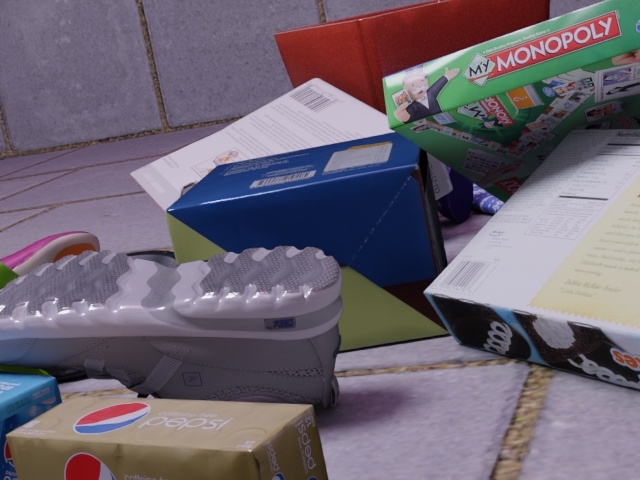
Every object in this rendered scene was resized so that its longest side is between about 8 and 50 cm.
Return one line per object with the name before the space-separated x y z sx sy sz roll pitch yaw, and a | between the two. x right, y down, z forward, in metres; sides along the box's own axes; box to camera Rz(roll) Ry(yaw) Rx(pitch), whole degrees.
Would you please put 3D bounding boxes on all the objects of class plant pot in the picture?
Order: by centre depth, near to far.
plant pot | 0.129 -0.180 1.404 0.267 0.236 0.267 -16 12 -21

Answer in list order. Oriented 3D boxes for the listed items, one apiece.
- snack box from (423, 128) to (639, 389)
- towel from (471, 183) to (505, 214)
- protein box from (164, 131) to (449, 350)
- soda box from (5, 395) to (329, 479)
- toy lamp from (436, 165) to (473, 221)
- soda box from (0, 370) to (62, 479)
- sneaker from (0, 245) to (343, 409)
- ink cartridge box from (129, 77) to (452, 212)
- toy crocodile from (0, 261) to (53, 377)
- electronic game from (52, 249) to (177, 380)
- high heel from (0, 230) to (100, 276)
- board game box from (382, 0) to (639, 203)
snack box | 0.229 0.008 0.695 0.187 0.060 0.322 -45 25 -19
towel | 0.301 -0.068 1.197 0.243 0.040 0.336 -15 13 -14
protein box | 0.000 0.000 0.927 0.199 0.136 0.201 -10 12 9
soda box | -0.087 0.126 0.616 0.181 0.058 0.061 -4 14 34
toy lamp | 0.036 -0.048 1.269 0.274 0.080 0.080 -1 16 33
soda box | -0.262 0.128 0.748 0.210 0.067 0.071 0 16 39
sneaker | -0.118 0.076 0.740 0.281 0.115 0.105 -1 23 19
ink cartridge box | -0.043 -0.065 1.202 0.261 0.066 0.296 -29 30 -13
toy crocodile | -0.320 0.064 0.943 0.340 0.105 0.115 11 63 56
electronic game | -0.204 0.068 1.012 0.229 0.048 0.229 -14 18 5
high heel | -0.341 0.049 1.160 0.117 0.082 0.244 7 32 28
board game box | 0.215 -0.097 0.902 0.213 0.046 0.317 -15 -18 26
